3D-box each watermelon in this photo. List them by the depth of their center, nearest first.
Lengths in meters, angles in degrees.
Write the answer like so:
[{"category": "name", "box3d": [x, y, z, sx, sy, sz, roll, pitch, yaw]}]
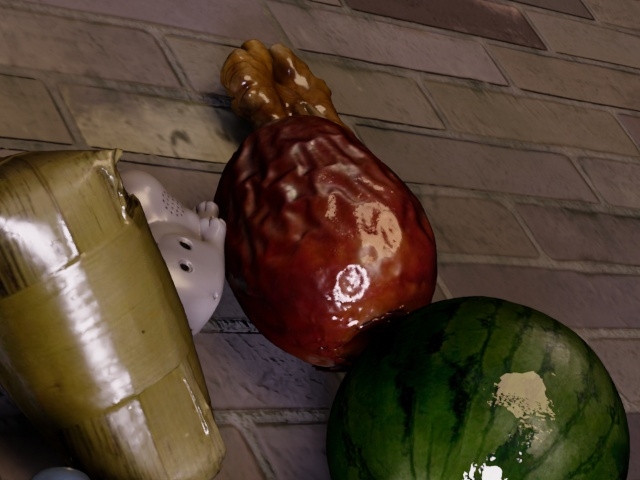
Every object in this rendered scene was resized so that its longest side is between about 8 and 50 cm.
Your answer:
[{"category": "watermelon", "box3d": [0.126, 0.161, 1.374, 0.242, 0.242, 0.242, 28, 33, -20]}]

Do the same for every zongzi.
[{"category": "zongzi", "box3d": [-0.204, 0.059, 1.301, 0.145, 0.300, 0.274, -29, 106, -24]}]

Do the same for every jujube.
[{"category": "jujube", "box3d": [0.000, 0.000, 1.498, 0.183, 0.183, 0.243, 10, 36, -40]}]

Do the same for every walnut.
[{"category": "walnut", "box3d": [-0.037, -0.128, 1.736, 0.143, 0.069, 0.170, 8, 44, -44]}]

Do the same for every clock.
[{"category": "clock", "box3d": [-0.146, 0.010, 1.426, 0.117, 0.080, 0.176, 27, 32, -22]}]

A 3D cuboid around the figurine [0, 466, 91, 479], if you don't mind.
[{"category": "figurine", "box3d": [-0.236, 0.141, 1.042, 0.382, 0.205, 0.224, 16, 50, -37]}]
